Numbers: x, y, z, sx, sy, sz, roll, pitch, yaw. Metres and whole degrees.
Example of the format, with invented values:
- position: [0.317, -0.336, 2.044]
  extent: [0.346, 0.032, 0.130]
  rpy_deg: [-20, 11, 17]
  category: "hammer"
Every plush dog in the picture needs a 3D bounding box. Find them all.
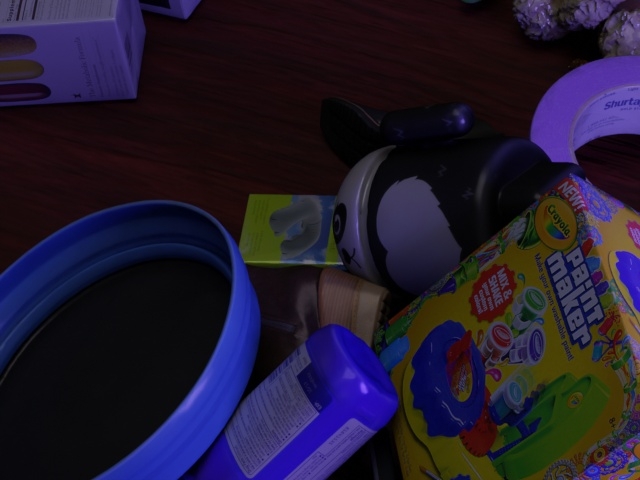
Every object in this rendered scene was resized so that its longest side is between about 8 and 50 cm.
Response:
- position: [0.389, -0.283, 2.023]
  extent: [0.262, 0.210, 0.225]
  rpy_deg: [-20, 75, -8]
  category: "plush dog"

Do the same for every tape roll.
- position: [0.360, -0.074, 1.851]
  extent: [0.274, 0.090, 0.275]
  rpy_deg: [2, 54, -3]
  category: "tape roll"

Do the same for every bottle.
- position: [-0.054, 0.209, 1.612]
  extent: [0.283, 0.092, 0.118]
  rpy_deg: [-44, 34, 12]
  category: "bottle"

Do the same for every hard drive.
- position: [0.066, 0.262, 1.622]
  extent: [0.022, 0.094, 0.135]
  rpy_deg: [-8, 48, 0]
  category: "hard drive"

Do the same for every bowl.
- position: [-0.234, 0.130, 1.706]
  extent: [0.391, 0.077, 0.391]
  rpy_deg: [-21, 41, 19]
  category: "bowl"

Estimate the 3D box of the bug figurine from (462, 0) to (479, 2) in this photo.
- position: [0.221, -0.405, 2.209]
  extent: [0.216, 0.072, 0.279]
  rpy_deg: [-36, 55, -21]
  category: "bug figurine"

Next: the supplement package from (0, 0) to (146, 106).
- position: [-0.358, -0.263, 2.117]
  extent: [0.244, 0.139, 0.134]
  rpy_deg: [-3, 47, 6]
  category: "supplement package"

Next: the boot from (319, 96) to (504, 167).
- position: [0.107, -0.129, 1.996]
  extent: [0.137, 0.077, 0.198]
  rpy_deg: [-23, 43, -35]
  category: "boot"

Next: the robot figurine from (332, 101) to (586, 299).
- position: [0.142, -0.020, 1.741]
  extent: [0.278, 0.173, 0.209]
  rpy_deg: [-1, 74, 39]
  category: "robot figurine"

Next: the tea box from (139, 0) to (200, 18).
- position: [-0.267, -0.508, 2.267]
  extent: [0.329, 0.220, 0.323]
  rpy_deg: [15, 52, 20]
  category: "tea box"

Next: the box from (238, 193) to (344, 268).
- position: [0.000, 0.000, 1.900]
  extent: [0.178, 0.042, 0.109]
  rpy_deg: [1, 49, 9]
  category: "box"

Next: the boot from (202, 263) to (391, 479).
- position: [-0.047, 0.140, 1.739]
  extent: [0.206, 0.090, 0.248]
  rpy_deg: [7, 68, 20]
  category: "boot"

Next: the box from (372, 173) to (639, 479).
- position: [0.224, 0.151, 1.555]
  extent: [0.279, 0.177, 0.290]
  rpy_deg: [-41, 40, 28]
  category: "box"

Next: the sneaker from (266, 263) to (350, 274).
- position: [-0.027, 0.073, 1.821]
  extent: [0.188, 0.067, 0.078]
  rpy_deg: [-7, 42, -3]
  category: "sneaker"
